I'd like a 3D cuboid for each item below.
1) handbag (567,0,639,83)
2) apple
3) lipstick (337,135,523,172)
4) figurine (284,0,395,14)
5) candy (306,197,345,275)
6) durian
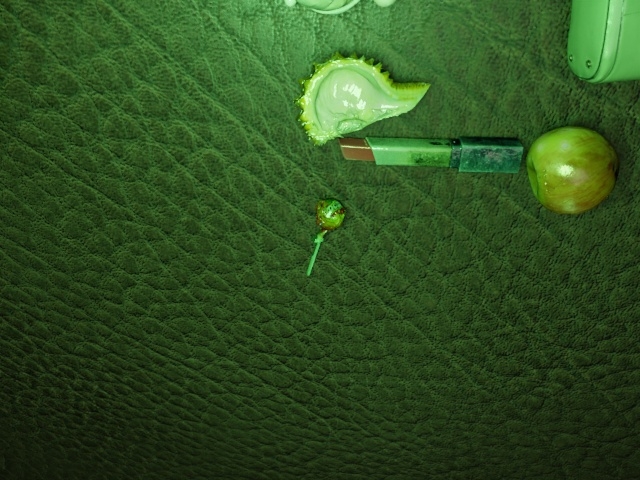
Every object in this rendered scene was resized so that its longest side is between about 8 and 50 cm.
[{"bbox_3d":[0.524,-0.353,0.717,0.315,0.109,0.241,-13,122,-3],"label":"handbag"},{"bbox_3d":[0.416,-0.116,0.827,0.146,0.146,0.147,2,123,4],"label":"apple"},{"bbox_3d":[0.184,-0.152,0.875,0.311,0.051,0.051,2,124,5],"label":"lipstick"},{"bbox_3d":[0.039,-0.416,0.679,0.256,0.145,0.182,-30,136,19],"label":"figurine"},{"bbox_3d":[0.000,0.000,0.996,0.060,0.061,0.201,16,130,-5],"label":"candy"},{"bbox_3d":[0.064,-0.238,0.821,0.224,0.078,0.141,-7,110,-3],"label":"durian"}]
